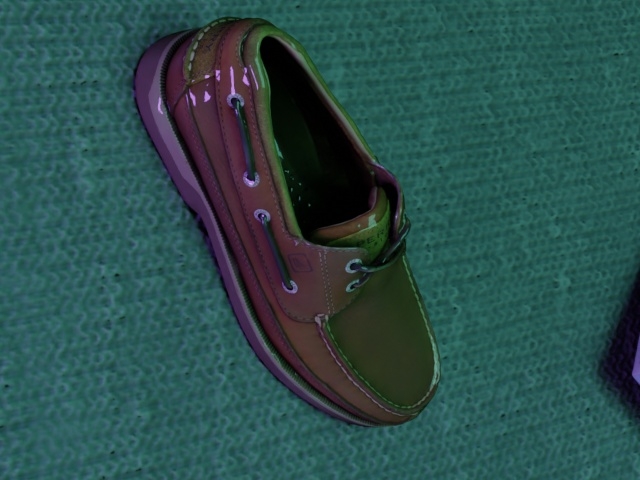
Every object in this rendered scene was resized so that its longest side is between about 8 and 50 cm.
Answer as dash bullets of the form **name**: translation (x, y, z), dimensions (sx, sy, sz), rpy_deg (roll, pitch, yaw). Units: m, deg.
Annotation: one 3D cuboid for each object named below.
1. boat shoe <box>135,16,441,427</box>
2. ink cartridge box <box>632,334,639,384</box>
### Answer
- **boat shoe**: translation (0.000, 0.000, 1.104), dimensions (0.307, 0.104, 0.110), rpy_deg (55, 53, -24)
- **ink cartridge box**: translation (0.368, 0.126, 1.450), dimensions (0.311, 0.065, 0.185), rpy_deg (45, 46, -28)
